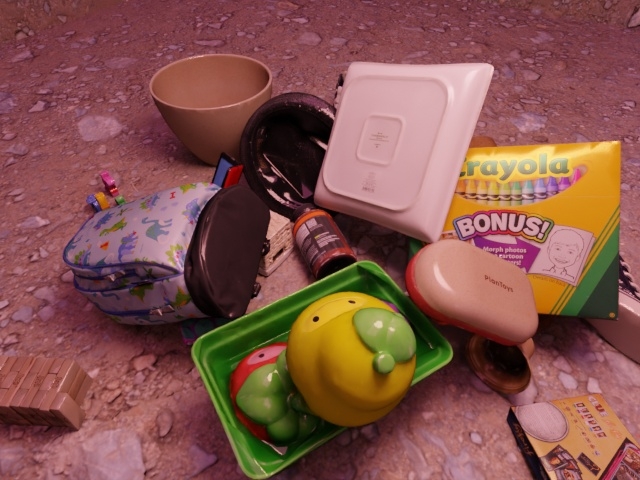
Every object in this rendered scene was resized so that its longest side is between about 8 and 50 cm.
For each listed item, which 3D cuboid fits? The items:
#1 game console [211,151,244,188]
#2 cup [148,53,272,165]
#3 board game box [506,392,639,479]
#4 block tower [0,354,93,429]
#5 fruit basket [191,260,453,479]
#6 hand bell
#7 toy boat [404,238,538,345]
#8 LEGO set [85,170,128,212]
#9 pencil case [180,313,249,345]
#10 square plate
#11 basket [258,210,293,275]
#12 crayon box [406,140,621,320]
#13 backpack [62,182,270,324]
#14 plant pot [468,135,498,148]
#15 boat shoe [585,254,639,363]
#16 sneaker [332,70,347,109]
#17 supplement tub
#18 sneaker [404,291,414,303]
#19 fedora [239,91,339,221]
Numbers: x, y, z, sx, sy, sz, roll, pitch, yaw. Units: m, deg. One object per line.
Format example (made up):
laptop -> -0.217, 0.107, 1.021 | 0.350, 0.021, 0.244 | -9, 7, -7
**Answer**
game console -> -0.261, -0.141, 1.069 | 0.085, 0.144, 0.124 | 25, 20, 4
cup -> -0.298, -0.362, 1.226 | 0.331, 0.237, 0.331 | 0, 47, -1
board game box -> 0.423, 0.361, 0.639 | 0.165, 0.042, 0.243 | -7, 35, -3
block tower -> -0.580, 0.259, 0.733 | 0.335, 0.091, 0.097 | 4, 47, 3
fruit basket -> 0.013, 0.169, 0.637 | 0.392, 0.392, 0.283 | -24, 51, -21
hand bell -> 0.407, 0.183, 0.823 | 0.242, 0.126, 0.126 | -21, 49, -35
toy boat -> 0.242, 0.100, 0.722 | 0.231, 0.151, 0.151 | 23, 51, -17
LEGO set -> -0.540, -0.103, 1.075 | 0.227, 0.093, 0.087 | 36, 56, 29
pencil case -> -0.195, 0.178, 0.830 | 0.152, 0.064, 0.070 | 0, 43, -2
square plate -> 0.137, -0.205, 0.875 | 0.347, 0.344, 0.049 | 22, 10, 41
basket -> -0.159, -0.014, 0.987 | 0.167, 0.103, 0.113 | 25, 50, 22
crayon box -> 0.363, -0.021, 0.826 | 0.363, 0.106, 0.313 | 2, 87, 21
backpack -> -0.314, 0.031, 0.835 | 0.355, 0.273, 0.290 | -21, 41, 32
plant pot -> 0.376, -0.069, 0.987 | 0.237, 0.237, 0.254 | -19, 64, -17
boat shoe -> 0.613, 0.105, 0.861 | 0.158, 0.127, 0.340 | -31, 54, -19
sneaker -> 0.124, -0.519, 1.435 | 0.094, 0.153, 0.235 | 37, 57, 27
supplement tub -> 0.000, 0.000, 0.974 | 0.106, 0.106, 0.198 | -16, 49, -15
sneaker -> 0.155, 0.148, 0.815 | 0.061, 0.158, 0.065 | -5, 60, -33
fedora -> -0.041, -0.215, 1.105 | 0.334, 0.334, 0.152 | 9, 14, 8
